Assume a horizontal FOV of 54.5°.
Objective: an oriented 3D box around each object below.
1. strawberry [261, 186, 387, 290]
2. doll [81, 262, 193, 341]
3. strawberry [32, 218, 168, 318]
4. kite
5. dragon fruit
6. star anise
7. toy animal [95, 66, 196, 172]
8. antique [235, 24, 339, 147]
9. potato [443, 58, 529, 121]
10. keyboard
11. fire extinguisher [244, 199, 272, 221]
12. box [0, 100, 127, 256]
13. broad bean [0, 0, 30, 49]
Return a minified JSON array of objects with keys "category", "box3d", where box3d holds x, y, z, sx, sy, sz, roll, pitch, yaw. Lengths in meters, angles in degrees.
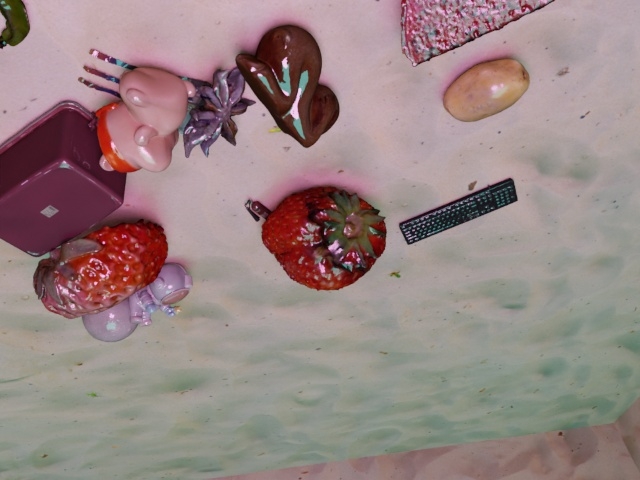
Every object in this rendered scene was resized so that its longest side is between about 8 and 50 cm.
[{"category":"strawberry","box3d":[0.000,0.000,1.461,0.239,0.250,0.288,-27,176,-38]},{"category":"doll","box3d":[-0.452,0.147,1.562,0.287,0.151,0.151,-27,138,5]},{"category":"strawberry","box3d":[-0.445,0.068,1.350,0.265,0.149,0.336,-29,175,24]},{"category":"kite","box3d":[-0.330,-0.285,1.188,0.245,0.015,0.141,17,130,-31]},{"category":"dragon fruit","box3d":[0.259,-0.470,1.060,0.317,0.152,0.205,-18,123,26]},{"category":"star anise","box3d":[-0.193,-0.245,1.185,0.204,0.061,0.181,-65,156,7]},{"category":"toy animal","box3d":[-0.328,-0.214,1.140,0.171,0.171,0.197,17,131,-31]},{"category":"antique","box3d":[-0.044,-0.291,1.184,0.143,0.121,0.257,-43,135,-8]},{"category":"potato","box3d":[0.337,-0.307,1.279,0.178,0.118,0.109,-24,105,32]},{"category":"keyboard","box3d":[0.358,-0.074,1.616,0.310,0.018,0.101,-22,140,10]},{"category":"fire extinguisher","box3d":[-0.152,-0.070,1.477,0.046,0.032,0.100,0,153,41]},{"category":"box","box3d":[-0.524,-0.110,1.218,0.294,0.167,0.193,-29,135,17]},{"category":"broad bean","box3d":[-0.508,-0.391,0.994,0.061,0.046,0.195,-4,140,-15]}]
